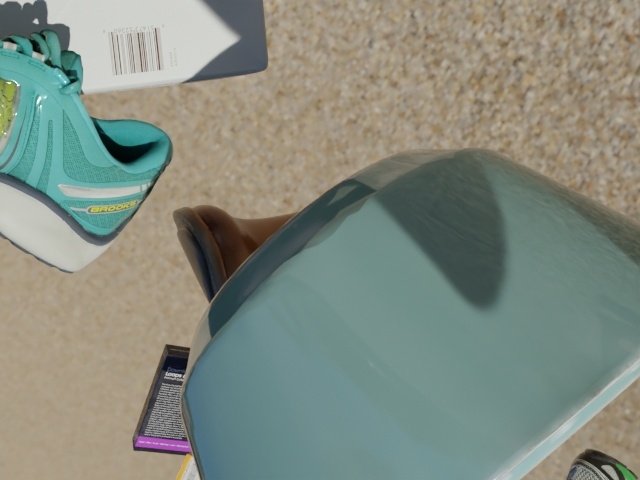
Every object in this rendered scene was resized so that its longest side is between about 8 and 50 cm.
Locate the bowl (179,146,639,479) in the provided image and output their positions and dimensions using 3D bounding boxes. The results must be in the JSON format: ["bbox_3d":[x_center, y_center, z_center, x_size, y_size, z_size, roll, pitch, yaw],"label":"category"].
[{"bbox_3d":[0.049,0.067,0.624,0.163,0.311,0.311,51,163,16],"label":"bowl"}]

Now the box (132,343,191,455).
[{"bbox_3d":[-0.169,0.212,1.519,0.116,0.162,0.029,11,-151,-22],"label":"box"}]

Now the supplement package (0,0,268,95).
[{"bbox_3d":[-0.172,-0.183,0.825,0.203,0.194,0.149,15,113,60],"label":"supplement package"}]

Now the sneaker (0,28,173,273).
[{"bbox_3d":[-0.190,-0.082,0.654,0.275,0.110,0.107,35,-165,-54],"label":"sneaker"}]

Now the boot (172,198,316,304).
[{"bbox_3d":[0.000,0.000,1.035,0.109,0.220,0.283,63,180,26],"label":"boot"}]

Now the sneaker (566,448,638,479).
[{"bbox_3d":[0.350,0.442,1.524,0.146,0.343,0.134,-5,-169,-32],"label":"sneaker"}]

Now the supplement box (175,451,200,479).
[{"bbox_3d":[-0.096,0.258,1.238,0.098,0.036,0.062,27,-170,13],"label":"supplement box"}]
